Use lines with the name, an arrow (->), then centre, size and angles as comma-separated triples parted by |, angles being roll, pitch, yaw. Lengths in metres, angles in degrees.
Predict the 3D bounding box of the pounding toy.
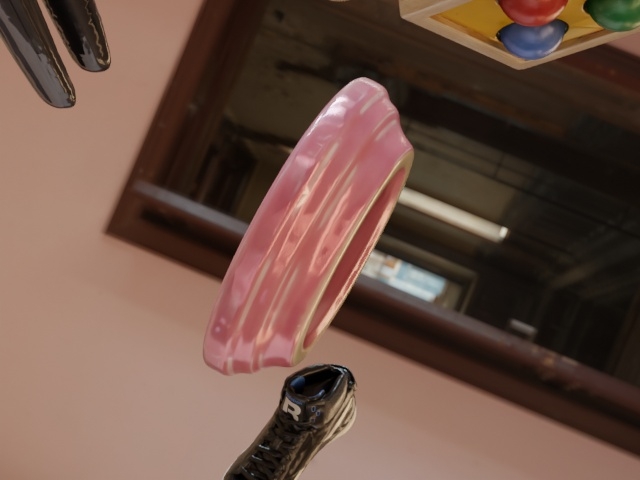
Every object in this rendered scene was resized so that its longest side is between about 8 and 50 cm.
pounding toy -> 0.082, -0.156, 0.669 | 0.181, 0.206, 0.094 | 11, -109, -48

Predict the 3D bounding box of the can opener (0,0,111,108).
can opener -> -0.122, -0.120, 0.470 | 0.059, 0.073, 0.186 | -42, -27, -26

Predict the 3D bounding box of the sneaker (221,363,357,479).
sneaker -> -0.046, 0.215, 1.304 | 0.217, 0.079, 0.121 | -45, -28, -27

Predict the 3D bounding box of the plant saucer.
plant saucer -> 0.000, 0.000, 1.191 | 0.332, 0.084, 0.332 | -58, -9, -15
